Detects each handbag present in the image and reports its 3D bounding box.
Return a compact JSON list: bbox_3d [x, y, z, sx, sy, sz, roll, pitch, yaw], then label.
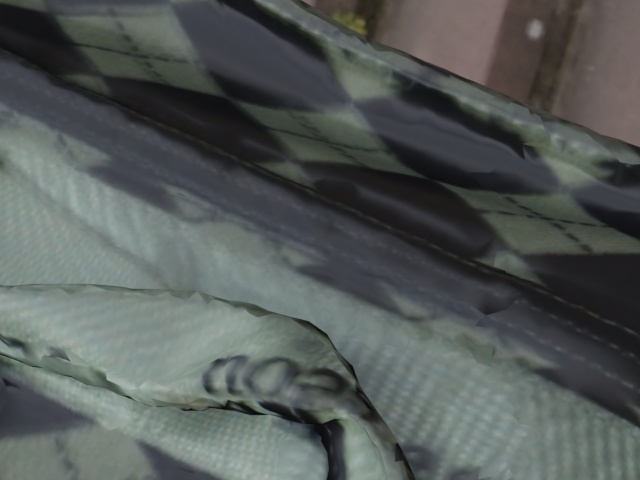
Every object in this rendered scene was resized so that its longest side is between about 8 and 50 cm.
[{"bbox_3d":[-0.090,0.097,0.346,0.416,0.317,0.180,-55,-9,-33],"label":"handbag"}]
